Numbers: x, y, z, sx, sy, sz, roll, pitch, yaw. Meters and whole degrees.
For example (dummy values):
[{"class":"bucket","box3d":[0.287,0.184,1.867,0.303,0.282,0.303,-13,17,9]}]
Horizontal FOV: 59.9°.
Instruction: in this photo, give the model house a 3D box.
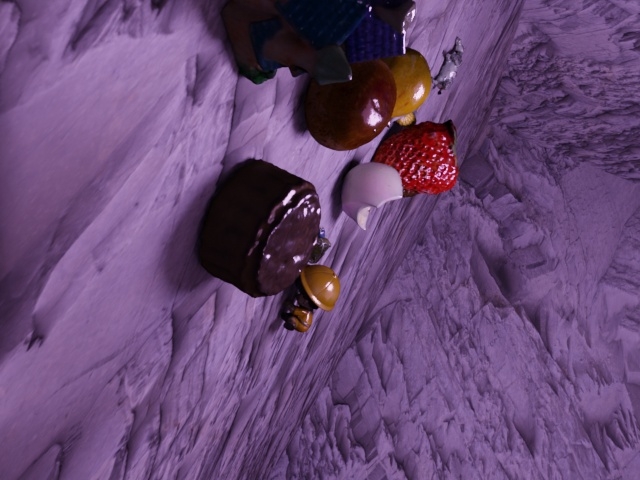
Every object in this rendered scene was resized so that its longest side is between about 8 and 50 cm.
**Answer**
[{"class":"model house","box3d":[0.021,-0.413,1.044,0.312,0.280,0.245,-54,161,-21]}]

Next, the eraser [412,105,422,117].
[{"class":"eraser","box3d":[0.412,-0.560,2.334,0.083,0.019,0.038,-63,163,3]}]

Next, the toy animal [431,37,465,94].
[{"class":"toy animal","box3d":[0.557,-0.747,2.363,0.255,0.090,0.170,-59,166,-1]}]

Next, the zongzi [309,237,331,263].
[{"class":"zongzi","box3d":[-0.031,0.034,1.936,0.119,0.055,0.109,12,119,-52]}]

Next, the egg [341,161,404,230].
[{"class":"egg","box3d":[0.149,-0.176,1.946,0.271,0.162,0.206,-34,-131,53]}]

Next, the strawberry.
[{"class":"strawberry","box3d":[0.386,-0.314,2.175,0.292,0.310,0.291,-8,90,-69]}]

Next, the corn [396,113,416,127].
[{"class":"corn","box3d":[0.332,-0.476,2.159,0.067,0.067,0.206,-66,163,12]}]

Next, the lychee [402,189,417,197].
[{"class":"lychee","box3d":[0.390,-0.289,2.399,0.238,0.200,0.200,-47,157,-24]}]

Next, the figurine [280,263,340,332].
[{"class":"figurine","box3d":[-0.029,0.209,1.997,0.256,0.167,0.192,-65,176,16]}]

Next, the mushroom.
[{"class":"mushroom","box3d":[0.094,-0.359,1.466,0.283,0.195,0.263,-11,121,-68]}]

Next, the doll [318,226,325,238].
[{"class":"doll","box3d":[0.000,0.000,2.000,0.037,0.027,0.125,-48,154,-40]}]

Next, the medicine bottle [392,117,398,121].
[{"class":"medicine bottle","box3d":[0.295,-0.498,1.952,0.352,0.110,0.110,-36,149,-53]}]

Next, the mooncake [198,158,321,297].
[{"class":"mooncake","box3d":[-0.132,-0.020,1.348,0.324,0.187,0.324,-50,156,-32]}]

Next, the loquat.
[{"class":"loquat","box3d":[0.219,-0.457,1.663,0.213,0.213,0.246,-40,148,-50]}]
